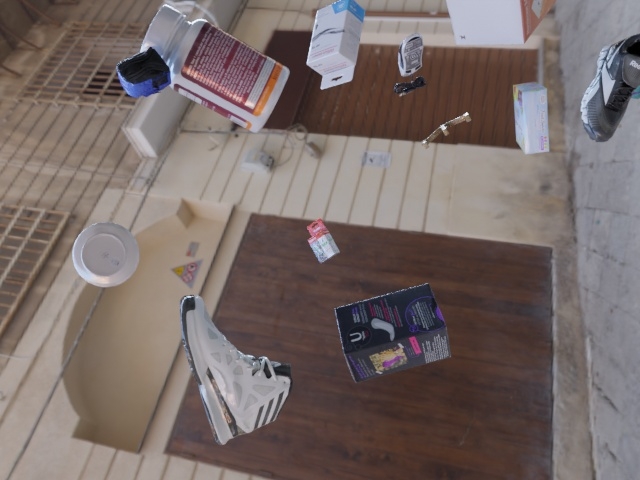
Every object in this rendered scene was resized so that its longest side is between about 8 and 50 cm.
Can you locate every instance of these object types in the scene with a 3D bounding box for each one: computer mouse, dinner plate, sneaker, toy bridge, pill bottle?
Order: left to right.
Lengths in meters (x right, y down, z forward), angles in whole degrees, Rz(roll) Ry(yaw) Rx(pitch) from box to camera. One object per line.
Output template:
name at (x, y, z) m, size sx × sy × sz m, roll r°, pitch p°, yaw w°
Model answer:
dinner plate at (-0.462, 0.031, 1.076) m, size 0.017 × 0.141 × 0.141 m, roll -165°, pitch 82°, yaw -85°
pill bottle at (-0.312, -0.508, 1.492) m, size 0.224 × 0.393 × 0.224 m, roll -56°, pitch 17°, yaw 27°
sneaker at (-0.225, 0.328, 1.402) m, size 0.169 × 0.258 × 0.447 m, roll -141°, pitch 36°, yaw -69°
computer mouse at (0.252, -0.500, 1.409) m, size 0.042 × 0.106 × 0.193 m, roll 59°, pitch 168°, yaw 35°
toy bridge at (0.439, -0.391, 1.776) m, size 0.026 × 0.188 × 0.063 m, roll 51°, pitch -160°, yaw -20°
sneaker at (0.577, -0.303, 0.967) m, size 0.234 × 0.078 × 0.106 m, roll -68°, pitch 10°, yaw -14°

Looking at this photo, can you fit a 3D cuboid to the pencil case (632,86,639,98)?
pencil case at (0.845, -0.447, 1.310) m, size 0.151 × 0.065 × 0.070 m, roll 94°, pitch 170°, yaw -56°

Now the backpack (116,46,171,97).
backpack at (-0.470, -0.432, 1.332) m, size 0.120 × 0.098 × 0.101 m, roll -33°, pitch -17°, yaw -26°

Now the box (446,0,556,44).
box at (0.437, -0.628, 1.124) m, size 0.345 × 0.168 × 0.215 m, roll -51°, pitch -43°, yaw -23°

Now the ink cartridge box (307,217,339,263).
ink cartridge box at (0.000, 0.000, 1.414) m, size 0.029 × 0.063 × 0.115 m, roll -17°, pitch -105°, yaw -52°

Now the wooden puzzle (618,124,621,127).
wooden puzzle at (0.829, -0.332, 1.452) m, size 0.006 × 0.084 × 0.049 m, roll -84°, pitch 4°, yaw -47°

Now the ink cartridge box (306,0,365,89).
ink cartridge box at (0.033, -0.451, 1.152) m, size 0.060 × 0.104 × 0.180 m, roll 21°, pitch -106°, yaw -44°

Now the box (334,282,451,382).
box at (0.194, 0.249, 1.358) m, size 0.165 × 0.271 × 0.143 m, roll -101°, pitch -6°, yaw -48°

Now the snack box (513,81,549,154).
snack box at (0.605, -0.356, 1.446) m, size 0.207 × 0.070 × 0.174 m, roll -58°, pitch -40°, yaw -63°
